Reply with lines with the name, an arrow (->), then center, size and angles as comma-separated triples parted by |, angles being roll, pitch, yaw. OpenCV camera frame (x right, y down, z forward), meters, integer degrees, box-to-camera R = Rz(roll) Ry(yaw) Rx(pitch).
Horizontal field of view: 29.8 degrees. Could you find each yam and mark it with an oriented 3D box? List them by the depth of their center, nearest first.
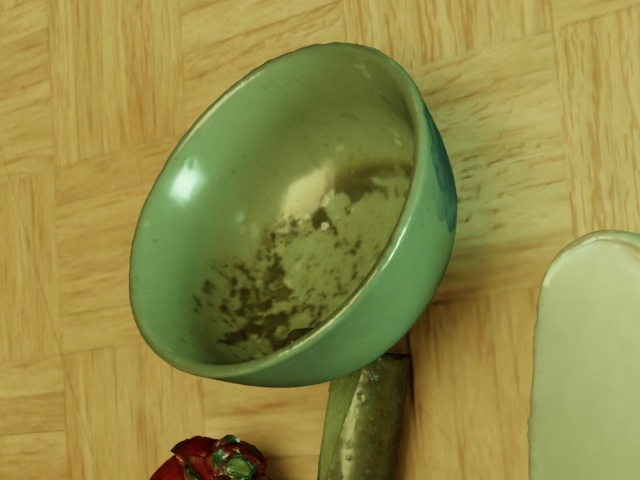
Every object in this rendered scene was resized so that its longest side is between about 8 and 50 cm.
yam -> 0.033, 0.172, 0.985 | 0.068, 0.068, 0.169 | 6, 90, 38

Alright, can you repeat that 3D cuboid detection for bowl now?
bowl -> 0.000, 0.000, 0.954 | 0.289, 0.146, 0.289 | -23, 50, 30

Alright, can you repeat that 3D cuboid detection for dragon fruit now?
dragon fruit -> -0.091, 0.240, 1.044 | 0.130, 0.121, 0.142 | 16, 70, 4

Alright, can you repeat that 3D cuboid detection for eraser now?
eraser -> 0.287, 0.164, 0.738 | 0.331, 0.150, 0.331 | -5, 82, 40
